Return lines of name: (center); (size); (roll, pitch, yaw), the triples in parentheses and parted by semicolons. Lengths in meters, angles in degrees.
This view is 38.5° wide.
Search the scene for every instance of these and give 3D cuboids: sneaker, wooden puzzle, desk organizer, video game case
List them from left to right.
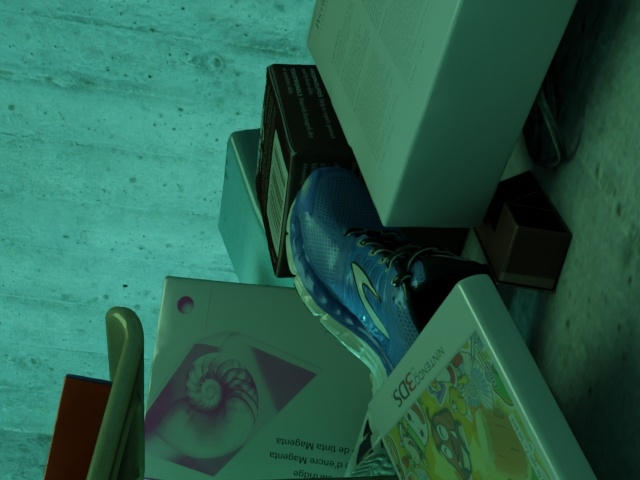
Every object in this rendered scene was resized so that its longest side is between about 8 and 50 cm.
wooden puzzle: (-0.211, 0.275, 0.788); (0.322, 0.080, 0.348); (107, 169, -55)
sneaker: (0.085, 0.167, 0.960); (0.153, 0.094, 0.235); (-86, 9, -55)
sneaker: (0.082, 0.043, 0.770); (0.330, 0.129, 0.147); (57, 139, 34)
video game case: (0.108, 0.166, 0.578); (0.227, 0.026, 0.206); (65, 156, 24)
desk organizer: (0.157, -0.014, 0.738); (0.130, 0.047, 0.050); (-95, 16, -63)

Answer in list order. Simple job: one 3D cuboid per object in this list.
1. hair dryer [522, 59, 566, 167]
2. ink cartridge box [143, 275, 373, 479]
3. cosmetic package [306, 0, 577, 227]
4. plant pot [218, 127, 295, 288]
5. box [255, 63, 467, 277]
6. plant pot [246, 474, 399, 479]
hair dryer: (0.157, -0.202, 0.784); (0.293, 0.080, 0.224); (-98, 17, -68)
ink cartridge box: (-0.045, 0.218, 1.055); (0.071, 0.324, 0.330); (38, -123, -74)
cosmetic package: (0.097, -0.242, 0.713); (0.284, 0.097, 0.377); (-111, 28, -44)
plant pot: (0.000, 0.000, 1.368); (0.248, 0.247, 0.252); (106, 152, -54)
box: (0.044, -0.076, 0.985); (0.167, 0.203, 0.169); (-106, 20, -48)
plant pot: (-0.022, 0.334, 0.777); (0.334, 0.305, 0.334); (-173, 90, -84)
